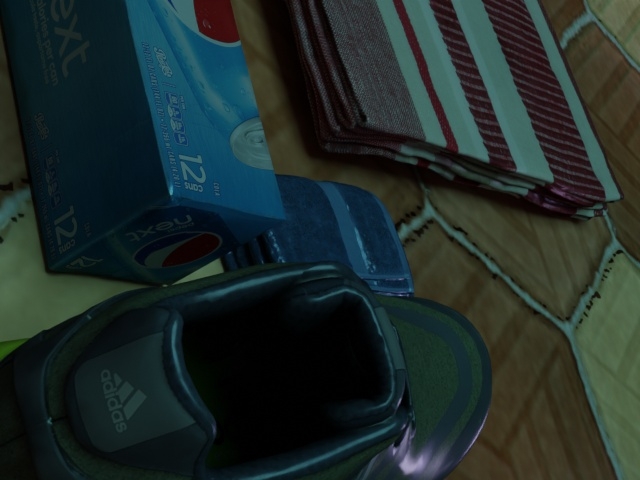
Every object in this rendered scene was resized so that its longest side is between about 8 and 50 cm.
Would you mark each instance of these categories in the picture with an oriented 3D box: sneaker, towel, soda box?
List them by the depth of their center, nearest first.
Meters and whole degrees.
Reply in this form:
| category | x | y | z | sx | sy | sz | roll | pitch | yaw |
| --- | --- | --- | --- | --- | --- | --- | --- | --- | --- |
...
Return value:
| category | x | y | z | sx | sy | sz | roll | pitch | yaw |
| --- | --- | --- | --- | --- | --- | --- | --- | --- | --- |
| sneaker | -0.004 | 0.063 | 0.483 | 0.300 | 0.121 | 0.111 | -6 | 72 | -56 |
| soda box | -0.082 | -0.092 | 0.535 | 0.067 | 0.071 | 0.210 | 10 | 58 | -51 |
| towel | 0.000 | 0.000 | 0.621 | 0.119 | 0.029 | 0.067 | 5 | 62 | -53 |
| towel | 0.072 | -0.137 | 0.821 | 0.329 | 0.037 | 0.237 | 11 | 56 | -53 |
